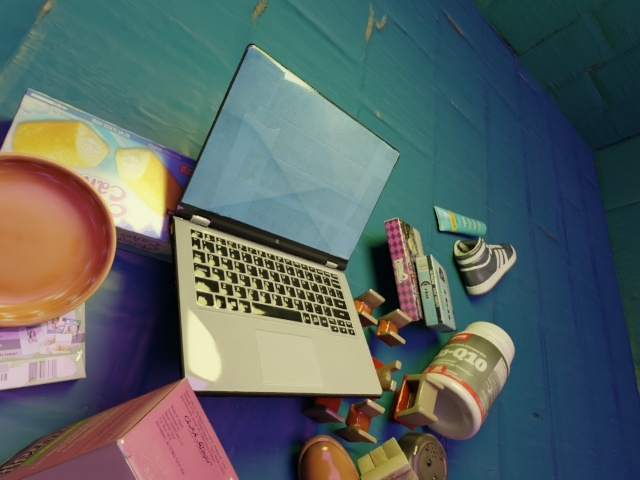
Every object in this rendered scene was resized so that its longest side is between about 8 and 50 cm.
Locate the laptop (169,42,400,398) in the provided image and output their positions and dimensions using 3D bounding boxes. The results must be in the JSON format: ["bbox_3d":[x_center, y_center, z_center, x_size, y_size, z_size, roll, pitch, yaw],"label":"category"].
[{"bbox_3d":[0.000,0.000,0.649,0.381,0.236,0.408,21,41,-43],"label":"laptop"}]

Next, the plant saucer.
[{"bbox_3d":[-0.350,-0.001,0.489,0.199,0.037,0.200,-6,100,-33],"label":"plant saucer"}]

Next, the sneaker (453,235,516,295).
[{"bbox_3d":[0.510,0.036,1.298,0.282,0.099,0.153,-35,100,-40],"label":"sneaker"}]

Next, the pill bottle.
[{"bbox_3d":[0.353,0.320,1.008,0.283,0.161,0.162,-29,94,-44],"label":"pill bottle"}]

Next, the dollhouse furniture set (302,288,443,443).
[{"bbox_3d":[0.107,0.281,0.854,0.259,0.135,0.262,36,53,-13],"label":"dollhouse furniture set"}]

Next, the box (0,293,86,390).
[{"bbox_3d":[-0.378,0.088,0.524,0.145,0.038,0.187,3,73,-41],"label":"box"}]

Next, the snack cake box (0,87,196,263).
[{"bbox_3d":[-0.308,-0.079,0.613,0.264,0.089,0.152,21,61,-35],"label":"snack cake box"}]

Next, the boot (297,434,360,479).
[{"bbox_3d":[0.039,0.466,0.630,0.108,0.220,0.284,-8,87,-9],"label":"boot"}]

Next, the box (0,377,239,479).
[{"bbox_3d":[-0.214,0.300,0.438,0.214,0.242,0.117,64,14,-3],"label":"box"}]

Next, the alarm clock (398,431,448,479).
[{"bbox_3d":[0.234,0.481,0.914,0.191,0.064,0.130,-12,82,-47],"label":"alarm clock"}]

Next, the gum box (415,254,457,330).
[{"bbox_3d":[0.279,0.133,1.003,0.184,0.041,0.157,30,50,-58],"label":"gum box"}]

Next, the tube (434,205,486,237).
[{"bbox_3d":[0.429,-0.051,1.298,0.206,0.052,0.080,10,57,-33],"label":"tube"}]

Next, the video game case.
[{"bbox_3d":[0.221,0.077,1.012,0.210,0.041,0.233,17,62,-63],"label":"video game case"}]

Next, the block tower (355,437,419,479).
[{"bbox_3d":[0.181,0.533,0.786,0.090,0.097,0.336,-29,103,-5],"label":"block tower"}]
